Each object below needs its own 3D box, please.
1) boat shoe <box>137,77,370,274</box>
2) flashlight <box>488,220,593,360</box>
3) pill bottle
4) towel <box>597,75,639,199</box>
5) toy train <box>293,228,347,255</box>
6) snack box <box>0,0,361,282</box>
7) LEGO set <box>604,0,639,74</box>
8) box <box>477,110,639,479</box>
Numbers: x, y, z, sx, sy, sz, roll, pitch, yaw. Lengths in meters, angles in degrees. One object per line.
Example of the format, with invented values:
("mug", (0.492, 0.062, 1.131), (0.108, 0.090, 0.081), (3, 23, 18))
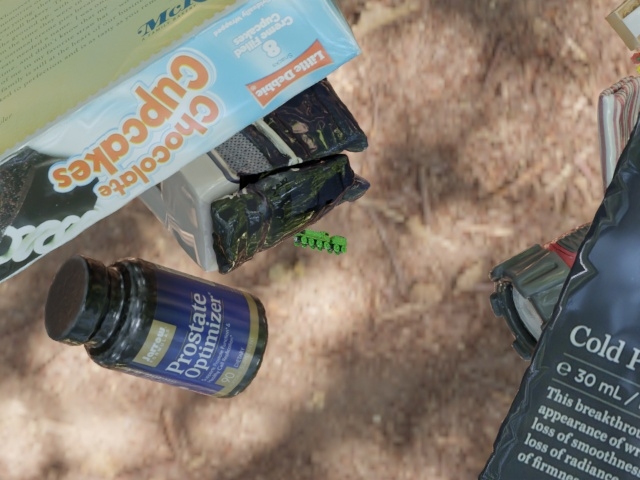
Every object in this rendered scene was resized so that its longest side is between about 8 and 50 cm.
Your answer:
("boat shoe", (-0.097, -0.110, 1.309), (0.158, 0.340, 0.127), (-24, 139, -21))
("flashlight", (0.293, 0.002, 1.347), (0.304, 0.103, 0.103), (-25, 168, -16))
("pill bottle", (-0.175, 0.088, 1.692), (0.219, 0.122, 0.123), (18, 129, -33))
("towel", (0.284, -0.073, 1.452), (0.029, 0.197, 0.144), (-4, 99, 20))
("toy train", (0.000, 0.000, 1.898), (0.083, 0.023, 0.017), (14, 157, -42))
("snack box", (-0.147, -0.068, 0.783), (0.322, 0.187, 0.060), (-32, 127, 9))
("LEGO set", (0.428, -0.163, 1.726), (0.287, 0.107, 0.132), (19, 98, 0))
("box", (0.281, 0.092, 0.753), (0.343, 0.179, 0.312), (24, 89, 21))
